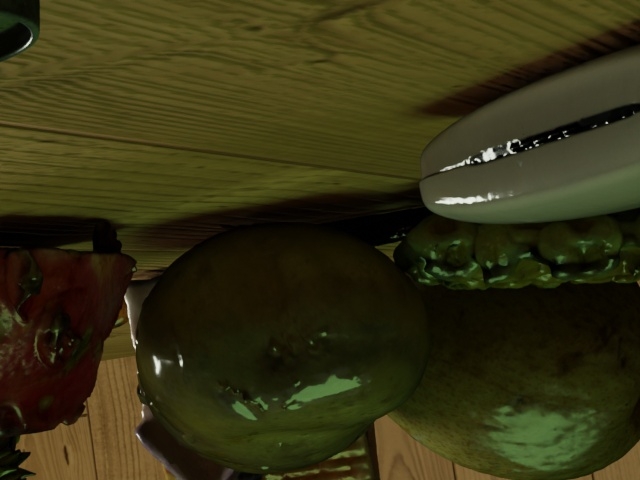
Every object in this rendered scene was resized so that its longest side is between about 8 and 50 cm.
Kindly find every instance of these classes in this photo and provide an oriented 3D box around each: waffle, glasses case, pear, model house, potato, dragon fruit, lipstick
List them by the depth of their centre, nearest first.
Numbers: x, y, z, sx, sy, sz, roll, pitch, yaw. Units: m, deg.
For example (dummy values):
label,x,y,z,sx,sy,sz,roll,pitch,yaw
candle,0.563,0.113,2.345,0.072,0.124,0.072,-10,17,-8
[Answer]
label,x,y,z,sx,sy,sz,roll,pitch,yaw
glasses case,0.125,-0.043,0.664,0.092,0.059,0.233,-7,175,-29
dragon fruit,-0.184,0.062,0.972,0.161,0.126,0.274,-8,176,-1
waffle,0.156,0.001,1.062,0.223,0.054,0.204,-3,177,9
potato,-0.028,0.077,1.119,0.192,0.141,0.296,-6,156,-7
lipstick,0.000,0.000,1.154,0.177,0.027,0.027,-10,175,10
pear,0.152,0.082,1.264,0.211,0.188,0.228,24,-165,17
model house,-0.044,0.138,1.439,0.202,0.237,0.237,-7,175,3

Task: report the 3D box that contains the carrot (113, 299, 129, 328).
label,x,y,z,sx,sy,sz,roll,pitch,yaw
carrot,-0.253,0.080,1.521,0.210,0.061,0.061,-15,173,25

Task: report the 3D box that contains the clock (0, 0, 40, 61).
label,x,y,z,sx,sy,sz,roll,pitch,yaw
clock,-0.109,-0.054,0.406,0.085,0.017,0.085,-8,175,-1

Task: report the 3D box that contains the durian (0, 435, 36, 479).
label,x,y,z,sx,sy,sz,roll,pitch,yaw
durian,-0.401,0.155,1.281,0.394,0.198,0.163,-7,176,5
